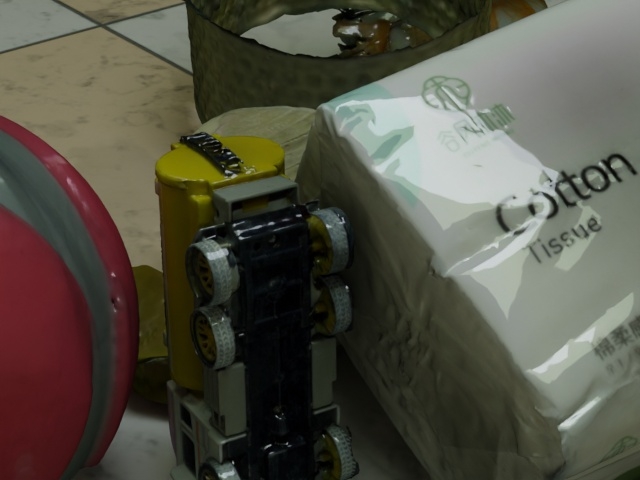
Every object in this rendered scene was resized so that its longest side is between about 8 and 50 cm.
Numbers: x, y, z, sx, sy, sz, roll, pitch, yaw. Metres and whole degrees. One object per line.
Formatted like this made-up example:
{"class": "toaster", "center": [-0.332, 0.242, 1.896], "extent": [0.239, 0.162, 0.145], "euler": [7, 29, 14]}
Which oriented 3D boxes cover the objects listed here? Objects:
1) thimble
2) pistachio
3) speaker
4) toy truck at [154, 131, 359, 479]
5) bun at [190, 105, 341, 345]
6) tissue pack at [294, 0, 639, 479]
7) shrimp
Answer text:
{"class": "thimble", "center": [0.012, -0.183, 1.462], "extent": [0.271, 0.150, 0.271], "euler": [-1, 44, 1]}
{"class": "pistachio", "center": [-0.103, 0.071, 1.159], "extent": [0.173, 0.049, 0.089], "euler": [16, 52, 30]}
{"class": "speaker", "center": [-0.253, 0.054, 0.984], "extent": [0.294, 0.294, 0.294], "euler": [2, 29, -1]}
{"class": "toy truck", "center": [-0.044, 0.053, 1.028], "extent": [0.098, 0.227, 0.114], "euler": [-15, 27, -28]}
{"class": "bun", "center": [0.000, 0.000, 1.234], "extent": [0.237, 0.116, 0.210], "euler": [27, 32, 11]}
{"class": "tissue pack", "center": [0.194, -0.008, 1.074], "extent": [0.356, 0.194, 0.266], "euler": [-25, 68, -25]}
{"class": "shrimp", "center": [0.135, -0.230, 1.700], "extent": [0.185, 0.068, 0.287], "euler": [11, 30, 16]}
